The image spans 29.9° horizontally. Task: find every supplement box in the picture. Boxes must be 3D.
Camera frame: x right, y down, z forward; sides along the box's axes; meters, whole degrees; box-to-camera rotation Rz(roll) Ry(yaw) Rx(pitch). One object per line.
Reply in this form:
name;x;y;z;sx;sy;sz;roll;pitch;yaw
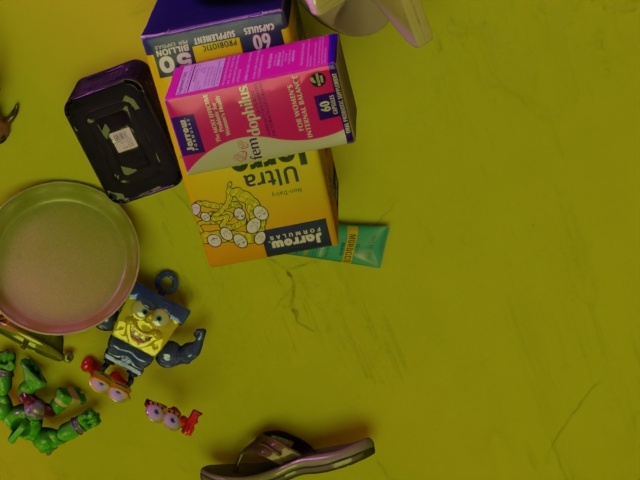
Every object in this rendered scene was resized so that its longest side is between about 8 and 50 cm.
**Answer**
supplement box;-0.101;-0.171;1.691;0.194;0.195;0.356;-10;118;7
supplement box;-0.073;-0.172;1.517;0.220;0.114;0.111;-11;119;9

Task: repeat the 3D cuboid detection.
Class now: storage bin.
storage bin;-0.283;-0.159;1.765;0.122;0.084;0.180;-18;118;11

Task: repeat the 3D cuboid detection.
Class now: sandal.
sandal;-0.058;0.362;2.047;0.303;0.120;0.086;-14;90;7

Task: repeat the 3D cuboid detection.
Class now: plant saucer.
plant saucer;-0.396;0.029;1.830;0.241;0.037;0.240;2;76;-6

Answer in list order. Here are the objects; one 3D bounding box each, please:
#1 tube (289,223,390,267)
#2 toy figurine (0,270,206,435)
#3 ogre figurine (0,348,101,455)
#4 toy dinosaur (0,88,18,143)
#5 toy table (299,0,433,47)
tube;0.000;0.000;1.872;0.207;0.052;0.080;6;130;-8
toy figurine;-0.316;0.133;1.927;0.363;0.191;0.217;30;85;-6
ogre figurine;-0.480;0.278;2.004;0.197;0.097;0.118;34;103;-28
toy dinosaur;-0.525;-0.211;1.662;0.200;0.296;0.127;-16;85;-16
toy table;0.052;-0.380;1.555;0.252;0.161;0.274;-45;124;-9
